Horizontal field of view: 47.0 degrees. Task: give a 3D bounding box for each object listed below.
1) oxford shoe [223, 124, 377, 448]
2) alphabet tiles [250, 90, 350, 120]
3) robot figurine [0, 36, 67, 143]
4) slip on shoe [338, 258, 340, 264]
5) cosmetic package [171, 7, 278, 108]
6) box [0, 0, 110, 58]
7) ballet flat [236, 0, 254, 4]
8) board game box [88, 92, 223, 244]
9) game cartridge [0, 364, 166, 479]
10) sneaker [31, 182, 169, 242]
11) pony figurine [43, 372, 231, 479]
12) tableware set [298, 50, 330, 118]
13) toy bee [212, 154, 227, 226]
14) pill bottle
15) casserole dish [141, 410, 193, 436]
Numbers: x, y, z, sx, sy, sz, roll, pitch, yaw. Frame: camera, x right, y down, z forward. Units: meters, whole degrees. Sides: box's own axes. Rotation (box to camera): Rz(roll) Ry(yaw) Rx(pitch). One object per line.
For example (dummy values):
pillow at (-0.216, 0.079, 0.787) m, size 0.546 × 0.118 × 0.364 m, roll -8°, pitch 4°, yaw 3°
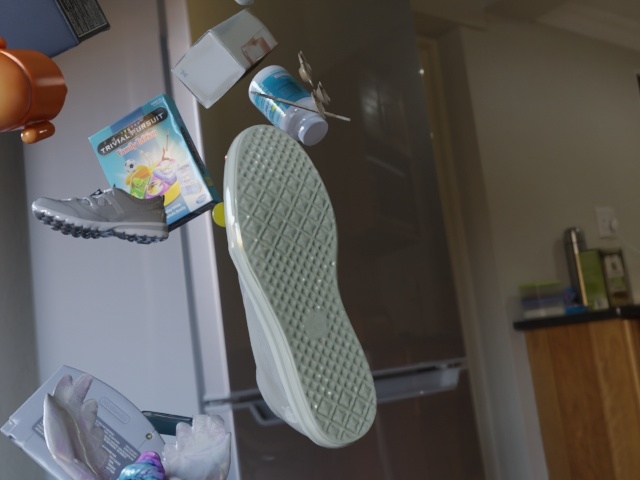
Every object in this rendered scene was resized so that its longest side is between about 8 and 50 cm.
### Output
oxford shoe at (-0.048, 0.063, 1.010) m, size 0.169 × 0.450 × 0.130 m, roll -12°, pitch -7°, yaw -32°
alphabet tiles at (-0.060, -0.355, 1.933) m, size 0.237 × 0.009 × 0.198 m, roll 13°, pitch 9°, yaw -20°
robot figurine at (-0.490, -0.238, 1.156) m, size 0.128 × 0.158 × 0.219 m, roll 7°, pitch 15°, yaw 8°
slip on shoe at (0.000, 0.000, 1.456) m, size 0.041 × 0.135 × 0.051 m, roll -38°, pitch 23°, yaw 14°
cosmetic package at (-0.229, -0.459, 1.829) m, size 0.153 × 0.129 × 0.296 m, roll -36°, pitch 13°, yaw 28°
box at (-0.657, -0.567, 1.670) m, size 0.182 × 0.296 × 0.294 m, roll -23°, pitch 21°, yaw 7°
ballet flat at (-0.182, -0.649, 1.872) m, size 0.096 × 0.095 × 0.280 m, roll -46°, pitch 13°, yaw 15°
board game box at (-0.459, -0.195, 2.037) m, size 0.253 × 0.336 × 0.079 m, roll -28°, pitch -9°, yaw 11°
game cartridge at (-0.448, 0.391, 1.448) m, size 0.198 × 0.297 × 0.062 m, roll -47°, pitch -12°, yaw -31°
sneaker at (-0.461, -0.065, 1.557) m, size 0.281 × 0.115 × 0.105 m, roll 8°, pitch -15°, yaw -26°
pony figurine at (-0.284, 0.401, 1.087) m, size 0.302 × 0.364 × 0.351 m, roll 16°, pitch 19°, yaw -22°
tableware set at (-0.016, -0.365, 1.716) m, size 0.020 × 0.141 × 0.169 m, roll -23°, pitch 24°, yaw 13°
toy bee at (-0.138, -0.120, 1.601) m, size 0.195 × 0.162 × 0.298 m, roll -27°, pitch -18°, yaw -45°
pill bottle at (-0.090, -0.399, 2.212) m, size 0.146 × 0.264 × 0.146 m, roll -30°, pitch -31°, yaw -20°
casserole dish at (-0.352, 0.427, 1.712) m, size 0.188 × 0.037 × 0.114 m, roll 10°, pitch -7°, yaw -7°
